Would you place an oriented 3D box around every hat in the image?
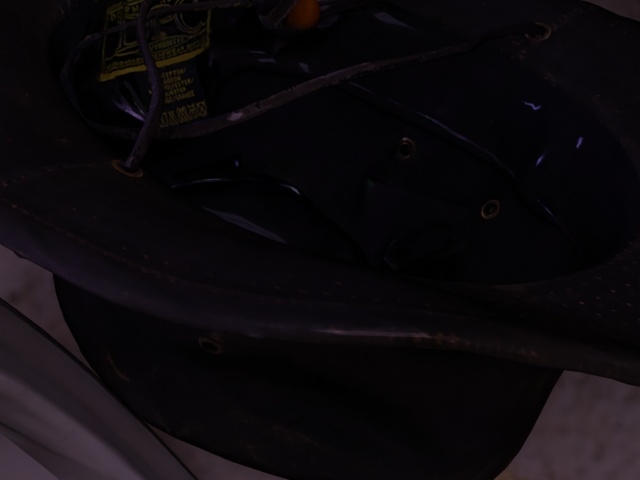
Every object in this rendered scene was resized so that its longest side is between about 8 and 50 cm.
[{"bbox_3d":[0.000,0.000,0.538,0.331,0.331,0.134,13,117,0],"label":"hat"}]

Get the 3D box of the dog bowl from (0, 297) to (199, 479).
[{"bbox_3d":[-0.070,0.200,0.409,0.150,0.408,0.408,-36,83,6],"label":"dog bowl"}]
